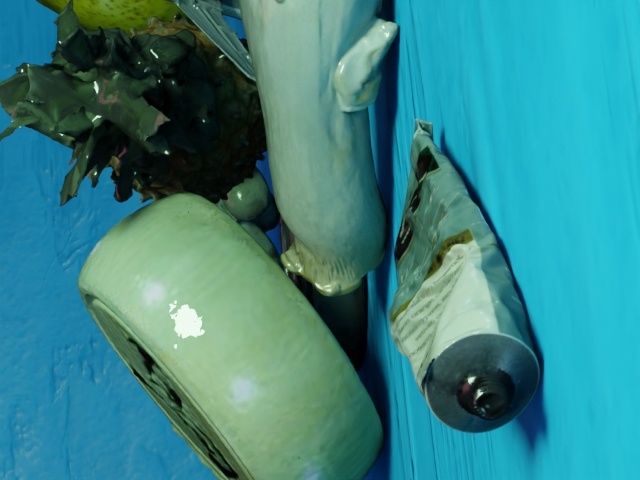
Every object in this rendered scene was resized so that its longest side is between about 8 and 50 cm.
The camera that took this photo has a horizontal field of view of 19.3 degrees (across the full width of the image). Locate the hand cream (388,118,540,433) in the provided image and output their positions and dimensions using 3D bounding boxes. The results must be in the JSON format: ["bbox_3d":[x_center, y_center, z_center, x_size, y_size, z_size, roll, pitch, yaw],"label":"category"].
[{"bbox_3d":[0.066,0.020,0.905,0.248,0.052,0.075,-95,26,-67],"label":"hand cream"}]

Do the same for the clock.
[{"bbox_3d":[0.000,0.000,1.426,0.215,0.042,0.215,177,90,-84],"label":"clock"}]

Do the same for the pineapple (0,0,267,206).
[{"bbox_3d":[-0.135,-0.103,1.363,0.364,0.166,0.165,2,-96,-79],"label":"pineapple"}]

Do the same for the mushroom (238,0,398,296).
[{"bbox_3d":[-0.001,-0.093,1.170,0.096,0.099,0.278,-95,1,-67],"label":"mushroom"}]

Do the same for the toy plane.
[{"bbox_3d":[-0.084,-0.183,1.372,0.058,0.226,0.226,-53,27,27],"label":"toy plane"}]

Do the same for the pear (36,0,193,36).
[{"bbox_3d":[-0.153,-0.317,1.621,0.294,0.294,0.294,176,90,-83],"label":"pear"}]

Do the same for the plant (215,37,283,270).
[{"bbox_3d":[-0.109,-0.064,1.902,0.146,0.149,0.274,26,130,53],"label":"plant"}]

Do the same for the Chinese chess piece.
[{"bbox_3d":[-0.064,0.085,1.319,0.250,0.101,0.250,48,166,16],"label":"Chinese chess piece"}]
